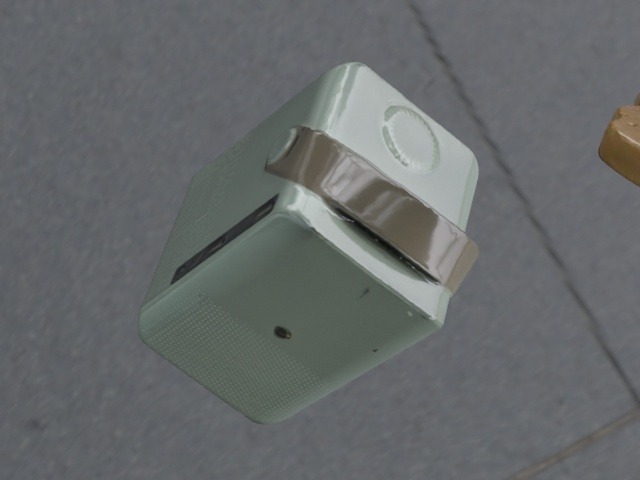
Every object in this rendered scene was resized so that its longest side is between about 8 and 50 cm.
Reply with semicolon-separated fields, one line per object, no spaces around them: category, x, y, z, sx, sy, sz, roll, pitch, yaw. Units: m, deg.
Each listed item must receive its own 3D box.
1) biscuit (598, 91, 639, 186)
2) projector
biscuit;0.242;-0.047;1.061;0.236;0.040;0.144;-11;29;-42
projector;0.000;0.000;1.436;0.163;0.242;0.177;35;46;-20
